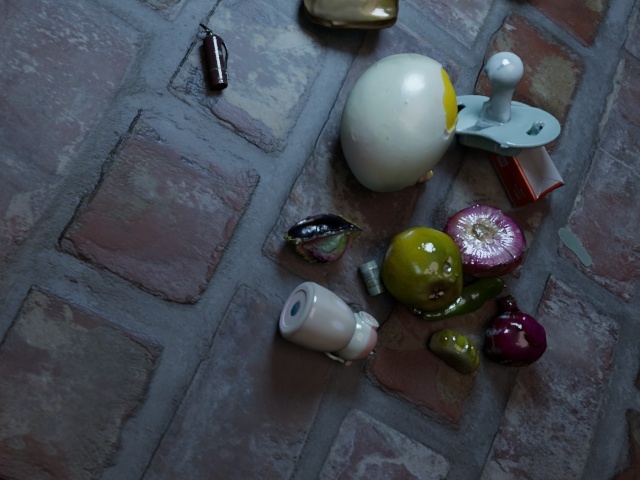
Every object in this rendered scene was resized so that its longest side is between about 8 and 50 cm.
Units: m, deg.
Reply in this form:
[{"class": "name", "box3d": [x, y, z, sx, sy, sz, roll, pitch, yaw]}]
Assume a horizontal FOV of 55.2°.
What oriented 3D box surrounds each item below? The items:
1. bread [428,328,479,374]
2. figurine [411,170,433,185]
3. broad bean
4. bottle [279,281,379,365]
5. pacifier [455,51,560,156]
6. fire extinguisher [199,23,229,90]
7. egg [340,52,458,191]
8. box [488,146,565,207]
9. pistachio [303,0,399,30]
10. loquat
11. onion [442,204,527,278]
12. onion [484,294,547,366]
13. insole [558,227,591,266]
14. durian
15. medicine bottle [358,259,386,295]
[{"class": "bread", "box3d": [0.360, 0.286, 1.599, 0.157, 0.094, 0.083, 33, 74, -5]}, {"class": "figurine", "box3d": [0.273, -0.236, 1.666, 0.083, 0.083, 0.187, 12, 83, -20]}, {"class": "broad bean", "box3d": [0.377, 0.153, 1.646, 0.318, 0.056, 0.098, -8, 83, -21]}, {"class": "bottle", "box3d": [0.034, 0.207, 1.455, 0.237, 0.148, 0.147, 29, 71, -23]}, {"class": "pacifier", "box3d": [0.481, -0.373, 1.638, 0.344, 0.269, 0.288, 21, 42, 22]}, {"class": "fire extinguisher", "box3d": [-0.254, -0.449, 1.502, 0.078, 0.045, 0.157, -4, 80, -51]}, {"class": "egg", "box3d": [0.188, -0.286, 1.521, 0.283, 0.283, 0.344, 27, 76, -16]}, {"class": "box", "box3d": [0.594, -0.201, 1.772, 0.133, 0.099, 0.182, -29, 91, -24]}, {"class": "pistachio", "box3d": [0.083, -0.647, 1.615, 0.261, 0.162, 0.212, -1, 60, -9]}, {"class": "loquat", "box3d": [0.247, 0.062, 1.540, 0.214, 0.246, 0.213, -11, 128, -15]}, {"class": "onion", "box3d": [0.433, 0.021, 1.647, 0.230, 0.163, 0.229, -4, 51, 5]}, {"class": "onion", "box3d": [0.530, 0.241, 1.649, 0.173, 0.135, 0.198, 3, 78, -25]}, {"class": "insole", "box3d": [0.773, 0.019, 1.857, 0.053, 0.002, 0.152, -44, 98, -23]}, {"class": "durian", "box3d": [0.001, 0.003, 1.512, 0.187, 0.119, 0.108, -13, 124, -12]}, {"class": "medicine bottle", "box3d": [0.132, 0.095, 1.560, 0.047, 0.047, 0.083, -22, 90, -24]}]
